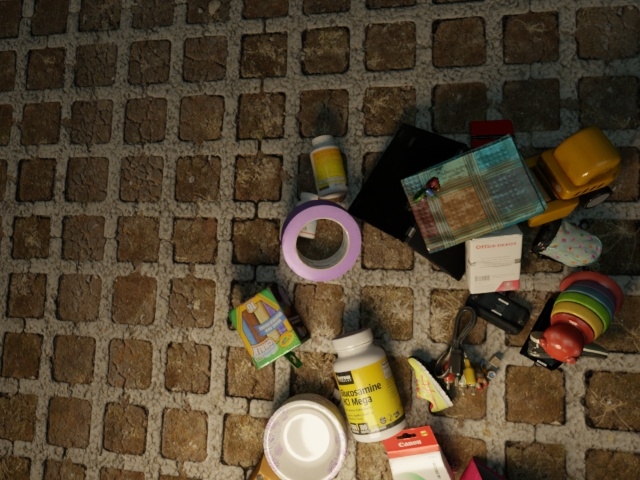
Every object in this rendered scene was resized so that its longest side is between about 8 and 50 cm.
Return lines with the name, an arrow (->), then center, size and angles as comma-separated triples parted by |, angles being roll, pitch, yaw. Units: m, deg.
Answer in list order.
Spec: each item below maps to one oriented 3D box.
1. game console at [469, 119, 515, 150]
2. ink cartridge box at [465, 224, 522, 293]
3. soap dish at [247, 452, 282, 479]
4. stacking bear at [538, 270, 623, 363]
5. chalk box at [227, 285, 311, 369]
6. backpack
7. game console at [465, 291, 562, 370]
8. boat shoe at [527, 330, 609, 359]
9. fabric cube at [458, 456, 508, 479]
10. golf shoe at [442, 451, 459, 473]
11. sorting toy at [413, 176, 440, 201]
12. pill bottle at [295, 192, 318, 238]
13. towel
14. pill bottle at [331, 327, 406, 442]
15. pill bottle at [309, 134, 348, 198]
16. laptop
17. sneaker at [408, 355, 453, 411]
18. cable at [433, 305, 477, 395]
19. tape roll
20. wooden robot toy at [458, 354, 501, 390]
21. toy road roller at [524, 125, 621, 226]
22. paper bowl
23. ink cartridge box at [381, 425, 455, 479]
game console -> 0.603, -0.355, 1.500 | 0.143, 0.085, 0.124 | 0, 116, 11
ink cartridge box -> 0.559, 0.056, 1.380 | 0.158, 0.092, 0.218 | -7, 122, 9
soap dish -> -0.182, 0.937, 1.477 | 0.228, 0.118, 0.291 | 31, 92, 11
stacking bear -> 0.766, 0.241, 1.269 | 0.175, 0.164, 0.289 | 37, 64, 23
chalk box -> -0.160, 0.328, 1.494 | 0.179, 0.180, 0.289 | -32, 79, 6
backpack -> 0.807, 0.016, 1.381 | 0.181, 0.115, 0.152 | 30, 88, 9
game console -> 0.676, 0.261, 1.421 | 0.361, 0.044, 0.213 | 30, 89, 11
boat shoe -> 0.780, 0.347, 1.340 | 0.232, 0.084, 0.079 | 6, 104, 8
fabric cube -> 0.528, 0.889, 1.283 | 0.254, 0.259, 0.258 | 32, 92, 10
golf shoe -> 0.369, 0.754, 1.428 | 0.185, 0.067, 0.086 | 8, 112, 12
sorting toy -> 0.339, -0.150, 1.318 | 0.042, 0.061, 0.102 | 38, 102, -14
pill bottle -> -0.052, -0.091, 1.557 | 0.087, 0.087, 0.160 | 9, 87, 11
towel -> 0.467, -0.144, 1.316 | 0.369, 0.040, 0.272 | -21, 74, 11
pill bottle -> 0.152, 0.474, 1.421 | 0.187, 0.188, 0.334 | -19, 82, 8
pill bottle -> 0.028, -0.268, 1.543 | 0.117, 0.117, 0.215 | -12, 83, 9
laptop -> 0.388, -0.140, 1.491 | 0.407, 0.236, 0.382 | 32, 89, 34
sneaker -> 0.355, 0.492, 1.439 | 0.094, 0.081, 0.209 | -37, 79, 10
cable -> 0.464, 0.367, 1.430 | 0.139, 0.072, 0.288 | -5, 67, 44
tape roll -> 0.000, 0.000, 1.478 | 0.274, 0.090, 0.275 | -2, 108, -7
wooden robot toy -> 0.535, 0.456, 1.409 | 0.173, 0.079, 0.076 | -36, 80, 6
toy road roller -> 0.750, -0.210, 1.310 | 0.329, 0.241, 0.203 | -19, 63, -1
paper bowl -> -0.043, 0.675, 1.459 | 0.284, 0.148, 0.285 | -1, 84, 10
ink cartridge box -> 0.308, 0.714, 1.362 | 0.180, 0.056, 0.225 | -21, 106, 21
